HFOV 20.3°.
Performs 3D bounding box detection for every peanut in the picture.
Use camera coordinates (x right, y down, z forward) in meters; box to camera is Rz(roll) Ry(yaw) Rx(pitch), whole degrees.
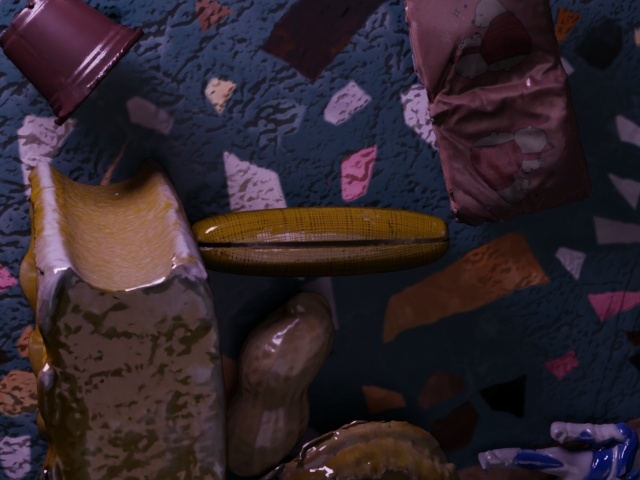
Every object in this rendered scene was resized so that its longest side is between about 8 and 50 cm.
[{"bbox_3d":[-0.040,0.132,1.646,0.082,0.082,0.187,13,105,-14],"label":"peanut"}]

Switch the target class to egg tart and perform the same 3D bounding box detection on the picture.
[{"bbox_3d":[0.033,0.281,1.677,0.252,0.098,0.232,-5,119,-22],"label":"egg tart"}]

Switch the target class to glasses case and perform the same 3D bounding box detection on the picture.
[{"bbox_3d":[0.000,0.000,1.604,0.234,0.079,0.064,-2,100,-9],"label":"glasses case"}]

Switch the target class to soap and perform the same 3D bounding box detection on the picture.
[{"bbox_3d":[-0.169,0.106,1.486,0.156,0.335,0.293,-2,105,-9],"label":"soap"}]

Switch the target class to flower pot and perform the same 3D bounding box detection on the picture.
[{"bbox_3d":[-0.216,-0.165,1.504,0.089,0.111,0.111,42,98,-8],"label":"flower pot"}]

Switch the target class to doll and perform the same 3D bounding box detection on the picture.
[{"bbox_3d":[0.272,0.223,1.741,0.227,0.057,0.114,-13,106,-3],"label":"doll"}]

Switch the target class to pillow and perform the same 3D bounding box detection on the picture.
[{"bbox_3d":[0.158,-0.131,1.604,0.135,0.049,0.248,-18,115,-2],"label":"pillow"}]
